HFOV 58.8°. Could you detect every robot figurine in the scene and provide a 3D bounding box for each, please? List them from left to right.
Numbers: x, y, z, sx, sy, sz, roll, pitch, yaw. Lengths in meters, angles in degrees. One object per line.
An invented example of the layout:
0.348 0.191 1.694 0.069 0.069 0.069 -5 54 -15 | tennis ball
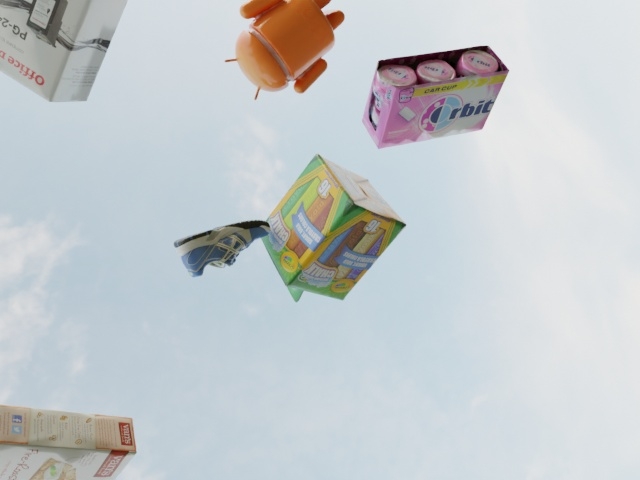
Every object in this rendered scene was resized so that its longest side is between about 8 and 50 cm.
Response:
-0.063 -0.357 1.016 0.219 0.128 0.158 -42 -21 -2 | robot figurine

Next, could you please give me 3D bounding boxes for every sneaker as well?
-0.188 0.010 1.135 0.211 0.080 0.081 -20 -84 -36 | sneaker

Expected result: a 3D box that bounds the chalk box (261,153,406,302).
0.000 0.000 1.208 0.179 0.180 0.289 20 -64 -43 | chalk box

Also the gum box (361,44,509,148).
0.153 -0.200 0.794 0.188 0.107 0.062 -14 -124 -18 | gum box

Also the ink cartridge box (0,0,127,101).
-0.257 -0.222 0.539 0.109 0.151 0.063 32 -161 1 | ink cartridge box

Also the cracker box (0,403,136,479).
-0.403 0.311 0.802 0.232 0.156 0.067 21 -153 -39 | cracker box
